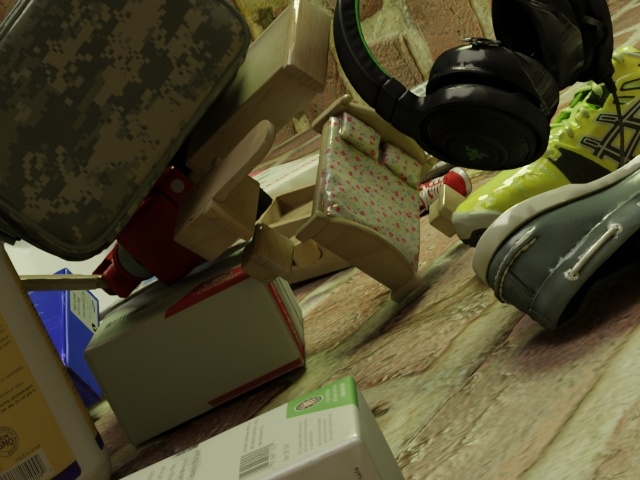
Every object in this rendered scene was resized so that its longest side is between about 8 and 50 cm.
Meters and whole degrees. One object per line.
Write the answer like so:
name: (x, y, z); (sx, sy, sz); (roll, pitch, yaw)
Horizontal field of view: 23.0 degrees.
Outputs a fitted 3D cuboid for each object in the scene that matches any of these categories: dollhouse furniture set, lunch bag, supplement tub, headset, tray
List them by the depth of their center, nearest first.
supplement tub: (-0.362, 0.126, 1.431); (0.241, 0.331, 0.241); (-25, 8, 4)
headset: (0.198, -0.176, 1.480); (0.243, 0.394, 0.185); (-50, -10, -23)
lunch bag: (-0.234, -0.131, 1.550); (0.305, 0.213, 0.256); (-56, 5, -9)
dollhouse furniture set: (0.059, -0.058, 1.588); (0.174, 0.355, 0.303); (-42, 27, 35)
tray: (-0.315, 0.036, 1.997); (0.145, 0.030, 0.270); (-38, 38, 0)

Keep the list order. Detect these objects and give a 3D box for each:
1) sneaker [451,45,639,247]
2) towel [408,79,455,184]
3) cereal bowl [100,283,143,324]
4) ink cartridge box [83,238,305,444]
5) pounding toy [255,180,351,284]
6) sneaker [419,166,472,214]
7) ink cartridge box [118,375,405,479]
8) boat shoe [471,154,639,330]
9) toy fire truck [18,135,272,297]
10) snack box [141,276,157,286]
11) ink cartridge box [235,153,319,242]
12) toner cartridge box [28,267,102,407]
sneaker: (0.293, -0.113, 1.624); (0.385, 0.147, 0.145); (-29, 11, -13)
towel: (0.161, -0.172, 2.435); (0.284, 0.121, 0.235); (-28, 10, -15)
cereal bowl: (-0.264, 0.045, 2.084); (0.339, 0.141, 0.339); (-23, 40, 20)
ink cartridge box: (-0.127, 0.096, 1.671); (0.197, 0.114, 0.273); (-26, 9, 3)
pounding toy: (0.007, 0.000, 1.974); (0.181, 0.094, 0.206); (-17, 21, 22)
sneaker: (0.151, -0.062, 2.065); (0.067, 0.042, 0.118); (-24, 0, -20)
ink cartridge box: (-0.058, 0.186, 1.007); (0.219, 0.092, 0.160); (-25, 8, 4)
boat shoe: (0.280, -0.010, 1.320); (0.319, 0.116, 0.099); (-21, 50, -25)
toy fire truck: (-0.206, 0.002, 1.686); (0.246, 0.158, 0.217); (-50, 10, -19)
snack box: (-0.179, 0.059, 1.898); (0.064, 0.178, 0.022); (-22, -27, 2)
ink cartridge box: (-0.075, -0.029, 2.259); (0.207, 0.117, 0.283); (-31, 10, -33)
toner cartridge box: (-0.423, 0.178, 1.859); (0.348, 0.075, 0.165); (-25, 41, 15)
